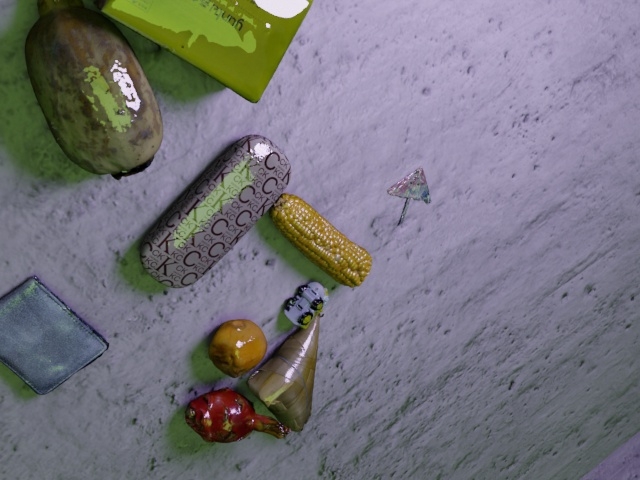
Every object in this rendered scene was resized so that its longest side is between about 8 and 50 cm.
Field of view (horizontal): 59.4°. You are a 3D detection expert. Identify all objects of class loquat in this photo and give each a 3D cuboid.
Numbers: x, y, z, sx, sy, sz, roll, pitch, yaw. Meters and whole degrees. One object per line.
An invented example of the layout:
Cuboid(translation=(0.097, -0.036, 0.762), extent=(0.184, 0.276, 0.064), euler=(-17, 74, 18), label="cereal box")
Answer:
Cuboid(translation=(-0.186, 0.241, 1.253), extent=(0.137, 0.113, 0.137), euler=(-36, 144, -31), label="loquat")

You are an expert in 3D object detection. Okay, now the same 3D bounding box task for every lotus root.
Cuboid(translation=(-0.367, -0.246, 0.896), extent=(0.173, 0.173, 0.309), euler=(-27, 116, -14), label="lotus root")

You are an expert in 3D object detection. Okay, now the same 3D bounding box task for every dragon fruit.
Cuboid(translation=(-0.187, 0.414, 1.291), extent=(0.246, 0.125, 0.125), euler=(9, 110, 6), label="dragon fruit")

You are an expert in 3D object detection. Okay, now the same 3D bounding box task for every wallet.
Cuboid(translation=(-0.541, 0.188, 1.082), extent=(0.167, 0.036, 0.222), euler=(-37, 123, -6), label="wallet")

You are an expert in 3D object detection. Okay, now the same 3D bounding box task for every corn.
Cuboid(translation=(-0.001, 0.004, 1.236), extent=(0.313, 0.102, 0.102), euler=(37, 94, -33), label="corn")

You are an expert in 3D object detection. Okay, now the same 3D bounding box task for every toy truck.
Cuboid(translation=(-0.023, 0.153, 1.316), extent=(0.111, 0.076, 0.077), euler=(-46, 143, -3), label="toy truck")

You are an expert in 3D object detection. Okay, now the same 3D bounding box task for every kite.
Cuboid(translation=(0.215, -0.106, 1.348), extent=(0.139, 0.011, 0.157), euler=(9, 108, -27), label="kite")

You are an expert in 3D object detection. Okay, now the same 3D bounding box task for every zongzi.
Cuboid(translation=(-0.046, 0.323, 1.384), extent=(0.256, 0.115, 0.228), euler=(-53, 143, -24), label="zongzi")

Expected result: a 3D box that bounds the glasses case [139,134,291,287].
Cuboid(translation=(-0.204, -0.054, 1.106), extent=(0.355, 0.085, 0.137), euler=(-46, 127, 0), label="glasses case")

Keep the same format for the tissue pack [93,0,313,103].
Cuboid(translation=(-0.187, -0.384, 0.904), extent=(0.274, 0.167, 0.200), euler=(25, 100, -34), label="tissue pack")
